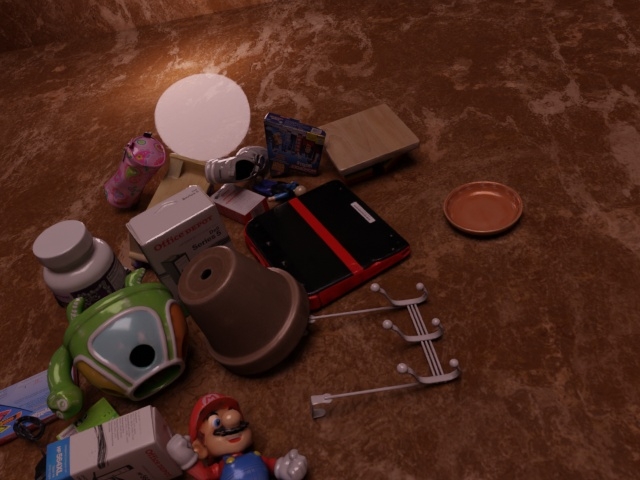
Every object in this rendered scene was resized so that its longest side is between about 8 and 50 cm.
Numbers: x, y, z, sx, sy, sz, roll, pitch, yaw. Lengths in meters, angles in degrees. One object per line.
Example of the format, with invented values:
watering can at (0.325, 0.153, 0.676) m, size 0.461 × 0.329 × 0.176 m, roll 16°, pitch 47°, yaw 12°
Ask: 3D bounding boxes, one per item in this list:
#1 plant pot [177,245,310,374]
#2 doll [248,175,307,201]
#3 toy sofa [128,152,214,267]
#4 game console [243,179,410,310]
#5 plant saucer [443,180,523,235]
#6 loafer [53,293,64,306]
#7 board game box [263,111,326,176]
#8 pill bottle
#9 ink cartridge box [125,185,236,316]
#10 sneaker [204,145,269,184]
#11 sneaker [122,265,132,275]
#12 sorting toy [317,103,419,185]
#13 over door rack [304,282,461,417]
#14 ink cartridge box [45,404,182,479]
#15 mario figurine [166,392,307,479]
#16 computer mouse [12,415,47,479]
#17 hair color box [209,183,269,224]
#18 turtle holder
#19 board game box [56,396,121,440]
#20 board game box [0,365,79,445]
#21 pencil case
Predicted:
plant pot at (-0.187, 0.134, 1.212) m, size 0.263 × 0.229 × 0.263 m, roll -18°, pitch 47°, yaw 20°
doll at (-0.125, -0.155, 1.661) m, size 0.189 × 0.046 × 0.129 m, roll 12°, pitch 36°, yaw 27°
toy sofa at (-0.434, -0.075, 1.623) m, size 0.150 × 0.177 × 0.362 m, roll 15°, pitch 46°, yaw -4°
game console at (0.000, 0.000, 1.474) m, size 0.342 × 0.060 × 0.386 m, roll -26°, pitch 45°, yaw -16°
plant saucer at (0.428, -0.080, 1.437) m, size 0.200 × 0.037 × 0.200 m, roll -8°, pitch 45°, yaw 8°
loafer at (-0.716, 0.106, 1.558) m, size 0.062 × 0.061 × 0.170 m, roll -12°, pitch 43°, yaw 5°
board game box at (-0.090, -0.279, 1.704) m, size 0.194 × 0.194 × 0.060 m, roll 16°, pitch 40°, yaw 3°
pill bottle at (-0.570, 0.099, 1.348) m, size 0.169 × 0.301 × 0.169 m, roll -8°, pitch 44°, yaw 8°
ink cartridge box at (-0.328, 0.029, 1.370) m, size 0.198 × 0.272 × 0.115 m, roll -33°, pitch 46°, yaw -17°
sneaker at (-0.223, -0.221, 1.677) m, size 0.115 × 0.105 × 0.281 m, roll 10°, pitch 26°, yaw 30°
sneaker at (-0.605, 0.122, 1.525) m, size 0.162 × 0.063 × 0.073 m, roll -28°, pitch 27°, yaw -18°
sorting toy at (0.142, -0.294, 1.698) m, size 0.256 × 0.089 × 0.257 m, roll -21°, pitch 43°, yaw -6°
over door rack at (0.107, 0.220, 1.173) m, size 0.324 × 0.108 × 0.239 m, roll -15°, pitch 43°, yaw 1°
ink cartridge box at (-0.386, 0.417, 1.036) m, size 0.203 × 0.148 × 0.086 m, roll -20°, pitch 44°, yaw -6°
mario figurine at (-0.150, 0.404, 1.000) m, size 0.170 × 0.198 × 0.320 m, roll -43°, pitch 51°, yaw 3°
computer mouse at (-0.592, 0.459, 1.172) m, size 0.242 × 0.041 × 0.071 m, roll 32°, pitch 67°, yaw 35°
hair color box at (-0.248, -0.111, 1.651) m, size 0.167 × 0.053 × 0.093 m, roll 25°, pitch 56°, yaw 33°
turtle holder at (-0.445, 0.238, 1.210) m, size 0.320 × 0.243 × 0.227 m, roll -20°, pitch 62°, yaw -41°
board game box at (-0.443, 0.452, 1.145) m, size 0.124 × 0.039 × 0.259 m, roll -41°, pitch 47°, yaw -24°
board game box at (-0.711, 0.397, 1.285) m, size 0.281 × 0.027 × 0.145 m, roll -24°, pitch 43°, yaw -8°
pencil case at (-0.583, -0.212, 1.701) m, size 0.284 × 0.124 × 0.124 m, roll -38°, pitch 23°, yaw 46°
